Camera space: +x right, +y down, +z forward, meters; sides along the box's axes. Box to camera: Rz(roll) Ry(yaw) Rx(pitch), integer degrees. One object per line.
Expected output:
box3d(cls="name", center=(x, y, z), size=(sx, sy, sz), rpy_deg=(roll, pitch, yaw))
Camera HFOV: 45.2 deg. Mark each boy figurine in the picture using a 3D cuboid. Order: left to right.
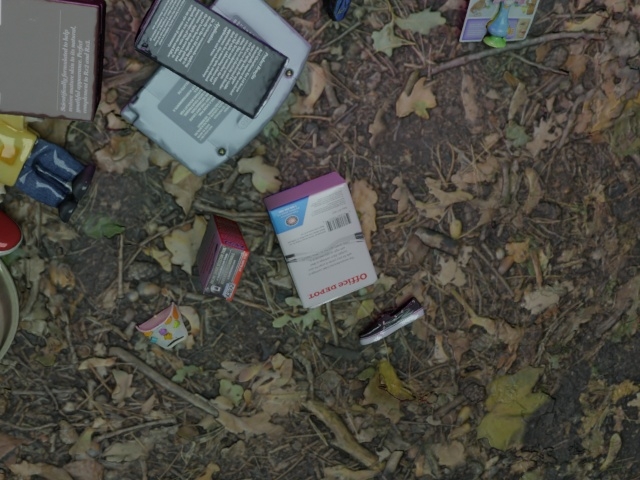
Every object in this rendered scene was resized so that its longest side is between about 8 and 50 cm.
box3d(cls="boy figurine", center=(-0.504, -0.151, 1.227), size=(0.285, 0.092, 0.177), rpy_deg=(33, 107, -23))

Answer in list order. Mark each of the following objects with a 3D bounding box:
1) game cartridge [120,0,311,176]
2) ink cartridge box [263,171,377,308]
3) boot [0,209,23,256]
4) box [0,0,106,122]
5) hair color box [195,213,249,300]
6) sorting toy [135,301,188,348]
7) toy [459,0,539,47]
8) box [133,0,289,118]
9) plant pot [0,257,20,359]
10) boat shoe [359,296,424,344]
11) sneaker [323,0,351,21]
box3d(cls="game cartridge", center=(-0.164, -0.262, 1.287), size=(0.198, 0.062, 0.297), rpy_deg=(39, 96, -26))
box3d(cls="ink cartridge box", center=(0.000, 0.000, 1.394), size=(0.148, 0.086, 0.203), rpy_deg=(-21, 112, -6))
box3d(cls="boot", center=(-0.565, -0.076, 1.184), size=(0.244, 0.088, 0.176), rpy_deg=(34, 143, -15))
box3d(cls="box", center=(-0.412, -0.280, 1.143), size=(0.166, 0.203, 0.169), rpy_deg=(4, 108, -15))
box3d(cls="hair color box", center=(-0.171, 0.026, 1.321), size=(0.053, 0.167, 0.093), rpy_deg=(17, 104, -18))
box3d(cls="sorting toy", center=(-0.283, 0.168, 1.419), size=(0.083, 0.045, 0.075), rpy_deg=(-33, 131, 0))
box3d(cls="toy", center=(0.330, -0.429, 1.285), size=(0.136, 0.056, 0.237), rpy_deg=(-6, 138, -18))
box3d(cls="box", center=(-0.168, -0.289, 1.168), size=(0.207, 0.153, 0.108), rpy_deg=(28, 100, -21))
box3d(cls="plant pot", center=(-0.663, 0.162, 1.182), size=(0.333, 0.305, 0.334), rpy_deg=(-4, 109, -11))
box3d(cls="boat shoe", center=(0.135, 0.157, 1.505), size=(0.142, 0.049, 0.040), rpy_deg=(-28, 93, -4))
box3d(cls="sneaker", center=(0.076, -0.460, 1.260), size=(0.087, 0.083, 0.221), rpy_deg=(20, 107, -27))
